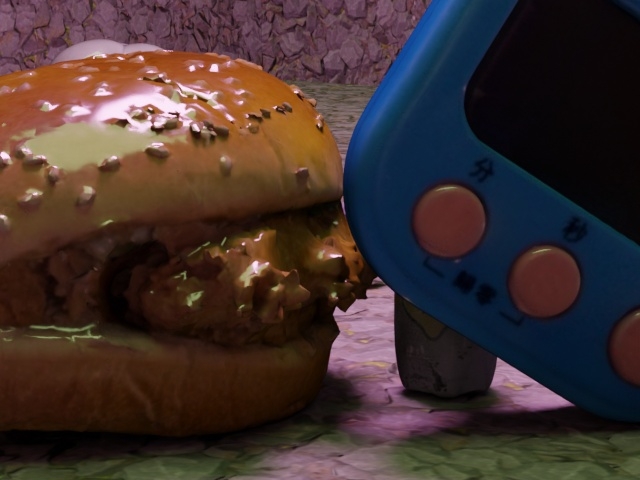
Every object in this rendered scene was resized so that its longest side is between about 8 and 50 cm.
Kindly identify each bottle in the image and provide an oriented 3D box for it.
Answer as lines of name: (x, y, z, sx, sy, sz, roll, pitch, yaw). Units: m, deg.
bottle: (0.096, -0.017, 1.331, 0.083, 0.270, 0.083, -1, 9, 0)

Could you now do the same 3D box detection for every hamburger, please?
hamburger: (-0.096, 0.000, 1.298, 0.287, 0.268, 0.445, 9, 11, 23)

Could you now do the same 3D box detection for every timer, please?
timer: (0.201, -0.052, 1.249, 0.340, 0.309, 0.115, 32, 2, -14)

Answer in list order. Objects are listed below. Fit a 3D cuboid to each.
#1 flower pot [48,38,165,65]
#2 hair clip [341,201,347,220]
flower pot: (-0.232, -0.109, 1.960, 0.246, 0.246, 0.195, 8, 38, 39)
hair clip: (0.022, -0.009, 1.888, 0.292, 0.085, 0.106, -4, -8, 2)
